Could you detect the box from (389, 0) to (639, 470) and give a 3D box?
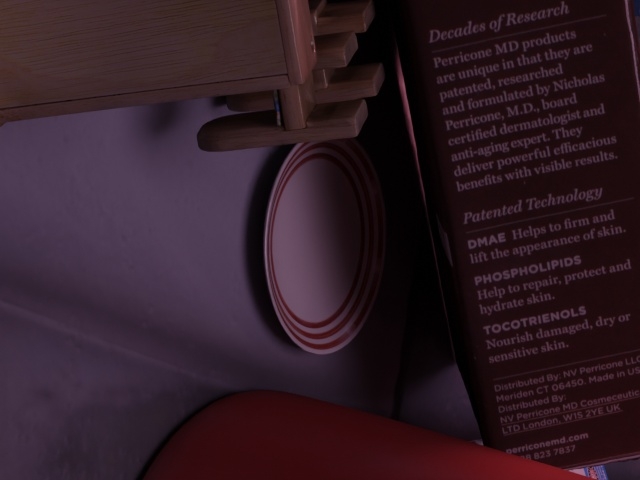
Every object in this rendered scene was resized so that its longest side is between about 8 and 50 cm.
[{"bbox_3d":[0.129,-0.062,1.136,0.191,0.143,0.381,-97,177,-70],"label":"box"}]

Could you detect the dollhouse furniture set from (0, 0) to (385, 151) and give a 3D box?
[{"bbox_3d":[-0.074,-0.148,0.926,0.242,0.161,0.212,-64,146,-68],"label":"dollhouse furniture set"}]

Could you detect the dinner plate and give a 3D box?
[{"bbox_3d":[0.000,0.000,1.116,0.141,0.017,0.141,-4,95,-56],"label":"dinner plate"}]

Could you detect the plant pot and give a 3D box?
[{"bbox_3d":[0.054,0.222,1.005,0.275,0.243,0.275,-3,94,-57],"label":"plant pot"}]

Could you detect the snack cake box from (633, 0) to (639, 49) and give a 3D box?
[{"bbox_3d":[0.348,-0.134,1.526,0.089,0.152,0.264,-58,136,-37],"label":"snack cake box"}]

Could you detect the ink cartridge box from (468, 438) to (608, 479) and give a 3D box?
[{"bbox_3d":[0.141,0.212,1.251,0.191,0.082,0.139,7,63,-56],"label":"ink cartridge box"}]
